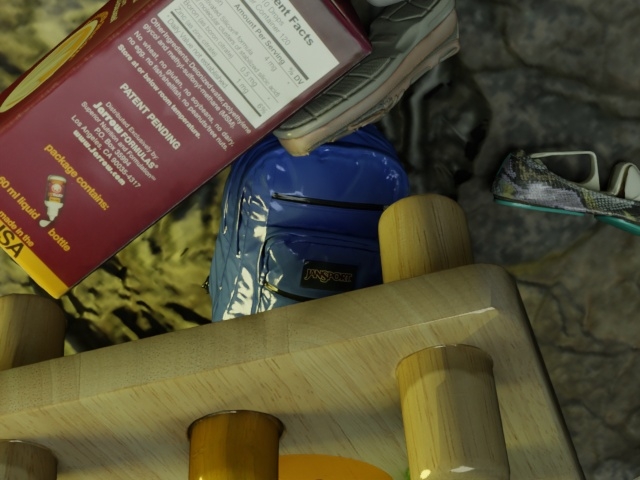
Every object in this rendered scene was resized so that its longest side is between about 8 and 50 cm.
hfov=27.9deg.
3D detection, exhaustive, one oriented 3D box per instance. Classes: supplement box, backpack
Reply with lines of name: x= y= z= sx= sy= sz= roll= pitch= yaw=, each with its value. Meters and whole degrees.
supplement box: x=-0.076 y=-0.073 z=0.605 sx=0.188 sy=0.104 sz=0.081 roll=-38 pitch=111 yaw=12
backpack: x=0.000 y=0.000 z=0.648 sx=0.097 sy=0.101 sz=0.120 roll=5 pitch=112 yaw=-16

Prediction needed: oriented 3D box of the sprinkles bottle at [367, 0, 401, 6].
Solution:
sprinkles bottle: x=0.168 y=-0.212 z=0.551 sx=0.355 sy=0.121 sz=0.121 roll=-18 pitch=114 yaw=4

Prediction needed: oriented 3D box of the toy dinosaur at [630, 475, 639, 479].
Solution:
toy dinosaur: x=0.262 y=0.106 z=0.751 sx=0.183 sy=0.053 sz=0.093 roll=-40 pitch=96 yaw=5

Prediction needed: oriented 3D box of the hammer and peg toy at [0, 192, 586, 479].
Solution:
hammer and peg toy: x=-0.004 y=0.140 z=0.623 sx=0.265 sy=0.127 sz=0.361 roll=-13 pitch=144 yaw=11

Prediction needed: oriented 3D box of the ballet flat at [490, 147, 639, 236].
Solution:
ballet flat: x=0.148 y=-0.026 z=0.681 sx=0.114 sy=0.041 sz=0.041 roll=14 pitch=113 yaw=-11

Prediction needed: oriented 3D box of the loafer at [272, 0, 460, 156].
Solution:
loafer: x=0.028 y=-0.075 z=0.618 sx=0.125 sy=0.045 sz=0.039 roll=-46 pitch=127 yaw=-27
